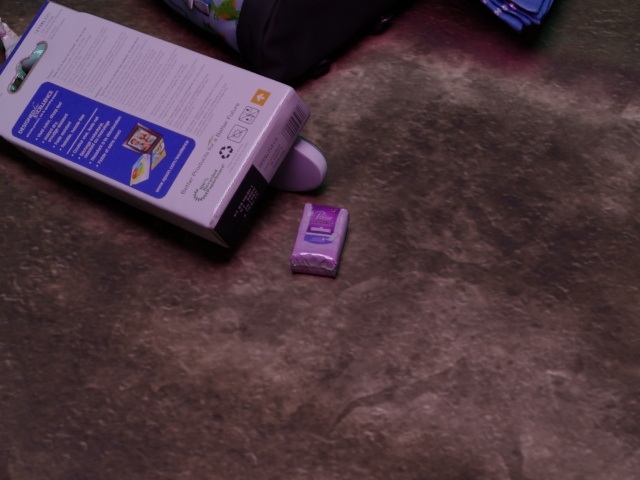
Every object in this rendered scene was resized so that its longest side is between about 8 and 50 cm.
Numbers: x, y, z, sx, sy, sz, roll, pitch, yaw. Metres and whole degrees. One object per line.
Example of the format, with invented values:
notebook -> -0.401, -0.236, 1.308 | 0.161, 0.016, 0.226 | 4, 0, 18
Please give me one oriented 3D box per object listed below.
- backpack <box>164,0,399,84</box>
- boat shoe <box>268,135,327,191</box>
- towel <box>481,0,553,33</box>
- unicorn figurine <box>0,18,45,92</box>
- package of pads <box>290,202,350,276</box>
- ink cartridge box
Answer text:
backpack -> -0.095, -0.388, 1.794 | 0.290, 0.273, 0.355 | -38, 44, -23
boat shoe -> -0.084, -0.122, 1.634 | 0.228, 0.080, 0.076 | 16, 49, 27
towel -> 0.169, -0.416, 1.772 | 0.336, 0.040, 0.243 | 42, 41, -6
unicorn figurine -> -0.349, -0.222, 1.754 | 0.161, 0.060, 0.111 | 10, 44, -11
package of pads -> 0.000, 0.000, 1.537 | 0.050, 0.032, 0.083 | 9, 46, 6
ink cartridge box -> -0.205, -0.136, 1.594 | 0.371, 0.069, 0.176 | 24, 76, 29
